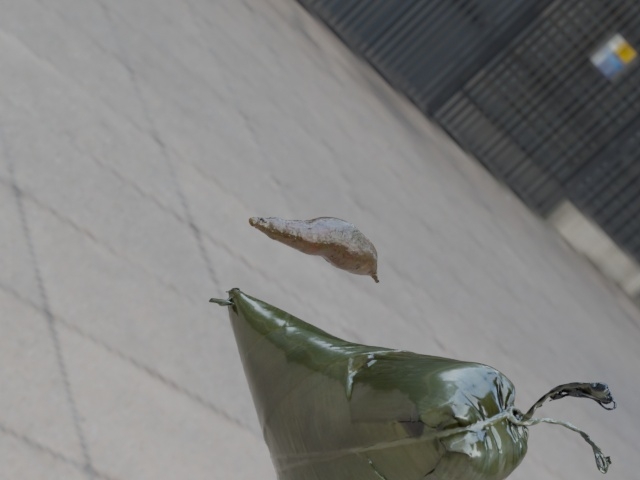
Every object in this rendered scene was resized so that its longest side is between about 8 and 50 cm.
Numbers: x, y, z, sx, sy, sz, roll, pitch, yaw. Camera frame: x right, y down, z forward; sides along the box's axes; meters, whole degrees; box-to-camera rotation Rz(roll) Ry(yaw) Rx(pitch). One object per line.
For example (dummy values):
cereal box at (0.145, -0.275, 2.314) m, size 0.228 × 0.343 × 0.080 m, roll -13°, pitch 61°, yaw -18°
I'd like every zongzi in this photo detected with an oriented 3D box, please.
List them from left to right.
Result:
zongzi at (0.067, 0.142, 1.539) m, size 0.181 × 0.447 × 0.418 m, roll -13°, pitch 68°, yaw -39°

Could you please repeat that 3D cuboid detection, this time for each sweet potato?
sweet potato at (0.004, -0.005, 1.866) m, size 0.226 × 0.068 × 0.068 m, roll 23°, pitch 24°, yaw -33°
